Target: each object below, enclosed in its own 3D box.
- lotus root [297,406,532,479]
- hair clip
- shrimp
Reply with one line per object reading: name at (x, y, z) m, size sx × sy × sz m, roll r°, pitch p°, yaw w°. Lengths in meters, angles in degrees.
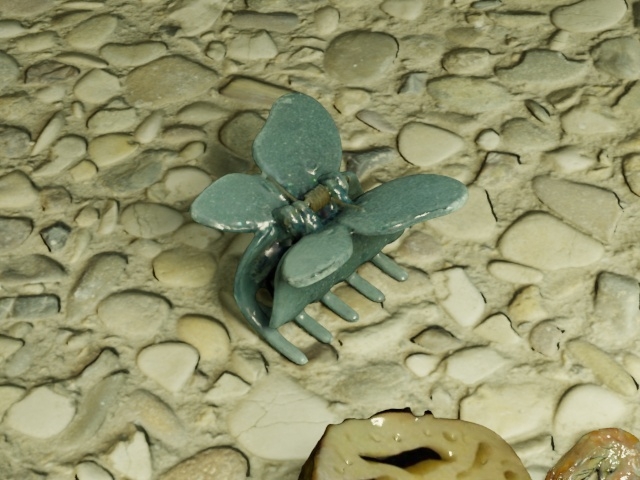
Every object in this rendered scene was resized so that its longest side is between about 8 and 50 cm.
lotus root at (0.155, 0.372, 1.775) m, size 0.390 × 0.111 × 0.375 m, roll 27°, pitch 40°, yaw 12°
hair clip at (0.000, 0.000, 2.131) m, size 0.392 × 0.238 × 0.318 m, roll 32°, pitch 56°, yaw 32°
shrimp at (0.378, 0.325, 1.903) m, size 0.190 × 0.042 × 0.101 m, roll -29°, pitch 56°, yaw -23°
